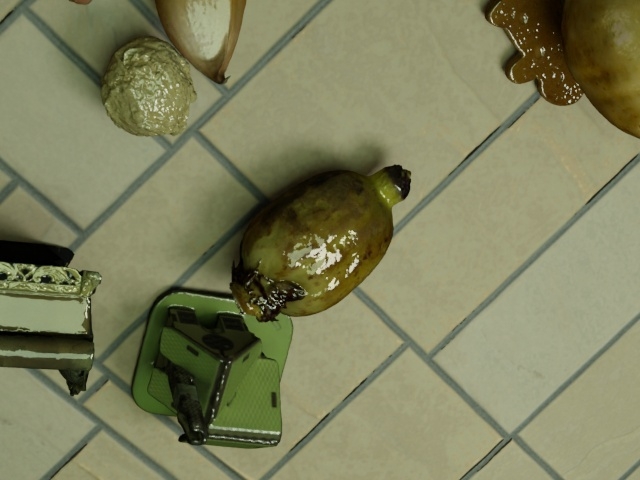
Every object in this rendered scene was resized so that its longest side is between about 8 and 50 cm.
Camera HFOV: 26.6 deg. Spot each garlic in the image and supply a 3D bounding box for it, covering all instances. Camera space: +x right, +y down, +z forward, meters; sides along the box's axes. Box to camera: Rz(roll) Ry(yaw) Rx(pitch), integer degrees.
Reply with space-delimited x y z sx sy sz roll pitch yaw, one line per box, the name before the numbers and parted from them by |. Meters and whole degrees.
garlic | -0.140 -0.306 1.711 0.128 0.115 0.207 5 103 26

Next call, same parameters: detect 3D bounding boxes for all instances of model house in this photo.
model house | -0.123 0.220 1.849 0.218 0.279 0.205 8 111 -20

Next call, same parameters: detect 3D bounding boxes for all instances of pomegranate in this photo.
pomegranate | 0.520 -0.289 1.764 0.410 0.410 0.410 -7 114 -15

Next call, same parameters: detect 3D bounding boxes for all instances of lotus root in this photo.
lotus root | 0.000 0.000 1.872 0.314 0.141 0.169 -36 121 -11

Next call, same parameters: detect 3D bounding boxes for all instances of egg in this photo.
egg | -0.221 -0.193 1.730 0.118 0.116 0.140 -2 129 5

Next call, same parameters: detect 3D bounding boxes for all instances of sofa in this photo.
sofa | -0.400 0.102 1.721 0.200 0.258 0.182 7 96 -21

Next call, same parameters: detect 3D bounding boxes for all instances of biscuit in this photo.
biscuit | 0.315 -0.277 1.917 0.138 0.031 0.205 -36 117 -2

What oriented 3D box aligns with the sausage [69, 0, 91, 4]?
sausage | -0.229 -0.413 1.652 0.086 0.086 0.289 38 98 -27
